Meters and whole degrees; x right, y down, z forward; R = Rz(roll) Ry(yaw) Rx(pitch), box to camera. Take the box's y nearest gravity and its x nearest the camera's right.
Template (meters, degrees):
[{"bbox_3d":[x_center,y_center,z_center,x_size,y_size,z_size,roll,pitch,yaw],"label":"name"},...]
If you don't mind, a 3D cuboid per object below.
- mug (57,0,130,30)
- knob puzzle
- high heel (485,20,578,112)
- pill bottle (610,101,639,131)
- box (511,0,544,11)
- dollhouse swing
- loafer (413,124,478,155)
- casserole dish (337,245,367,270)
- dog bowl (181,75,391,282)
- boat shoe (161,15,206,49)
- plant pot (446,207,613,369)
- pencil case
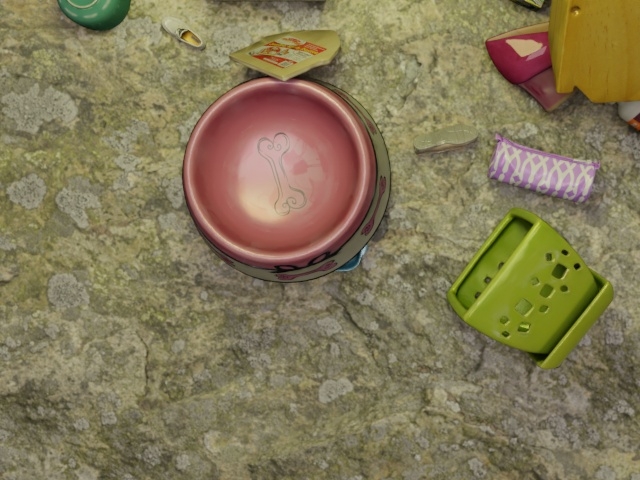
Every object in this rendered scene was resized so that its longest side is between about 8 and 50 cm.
[{"bbox_3d":[-0.452,-0.487,1.635,0.129,0.097,0.158,-43,91,7],"label":"mug"},{"bbox_3d":[-0.046,-0.349,1.589,0.213,0.213,0.030,-5,124,5],"label":"knob puzzle"},{"bbox_3d":[0.488,-0.422,1.541,0.181,0.127,0.377,43,101,-11],"label":"high heel"},{"bbox_3d":[0.628,-0.247,1.553,0.221,0.121,0.121,34,97,1],"label":"pill bottle"},{"bbox_3d":[0.346,-0.492,1.589,0.169,0.054,0.059,26,97,3],"label":"box"},{"bbox_3d":[0.565,-0.457,1.449,0.347,0.305,0.315,-3,134,4],"label":"dollhouse swing"},{"bbox_3d":[0.241,-0.192,1.637,0.125,0.039,0.045,-10,61,3],"label":"loafer"},{"bbox_3d":[0.000,0.000,1.672,0.189,0.037,0.114,3,96,5],"label":"casserole dish"},{"bbox_3d":[-0.073,-0.124,1.585,0.408,0.150,0.407,0,87,6],"label":"dog bowl"},{"bbox_3d":[-0.270,-0.407,1.658,0.100,0.035,0.035,36,97,1],"label":"boat shoe"},{"bbox_3d":[0.389,0.094,1.558,0.207,0.227,0.228,37,97,-5],"label":"plant pot"},{"bbox_3d":[0.418,-0.134,1.597,0.206,0.086,0.088,13,130,2],"label":"pencil case"}]
